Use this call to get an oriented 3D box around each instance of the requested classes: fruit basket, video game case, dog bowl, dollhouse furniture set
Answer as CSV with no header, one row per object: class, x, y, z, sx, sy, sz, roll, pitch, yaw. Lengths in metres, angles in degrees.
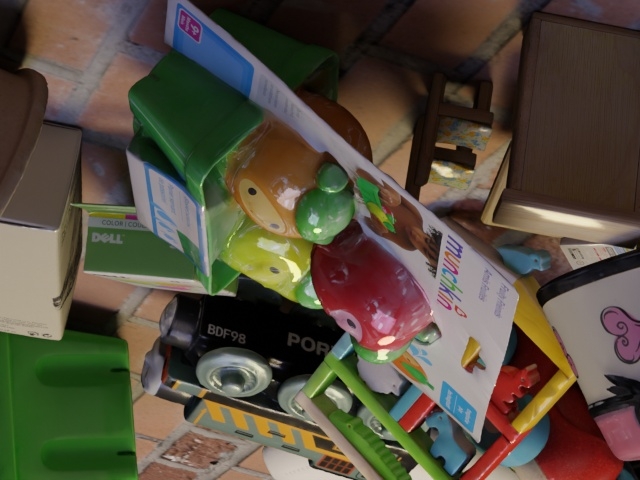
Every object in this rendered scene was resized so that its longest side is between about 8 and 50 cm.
fruit basket,0.000,0.000,1.517,0.353,0.165,0.327,47,163,17
video game case,0.291,0.018,1.786,0.122,0.011,0.087,-1,153,23
dog bowl,0.384,0.071,1.516,0.408,0.150,0.408,-10,172,-1
fruit basket,-0.390,0.258,2.194,0.392,0.283,0.392,-6,162,-2
dollhouse furniture set,0.181,-0.042,1.517,0.212,0.161,0.242,10,155,-1

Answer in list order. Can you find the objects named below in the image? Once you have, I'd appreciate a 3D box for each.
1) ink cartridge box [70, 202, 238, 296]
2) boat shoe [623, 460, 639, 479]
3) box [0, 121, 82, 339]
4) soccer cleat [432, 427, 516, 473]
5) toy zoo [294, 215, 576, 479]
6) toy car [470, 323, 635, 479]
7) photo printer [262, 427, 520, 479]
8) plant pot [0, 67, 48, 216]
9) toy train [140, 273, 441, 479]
ink cartridge box,-0.152,0.009,1.796,0.109,0.062,0.209,5,175,12
boat shoe,0.303,0.295,2.039,0.500,0.187,0.156,-18,143,-8
box,-0.280,-0.007,1.830,0.094,0.113,0.275,11,157,-3
soccer cleat,0.249,0.212,2.120,0.289,0.093,0.121,25,153,-27
toy zoo,0.120,0.115,1.788,0.293,0.192,0.030,-52,162,29
toy car,0.284,0.134,1.893,0.238,0.210,0.219,-34,135,18
photo printer,0.104,0.265,2.273,0.256,0.107,0.307,-15,146,42
plant pot,-0.437,-0.080,1.539,0.305,0.334,0.334,35,147,-22
toy train,-0.022,0.150,1.999,0.334,0.142,0.190,17,141,-15
